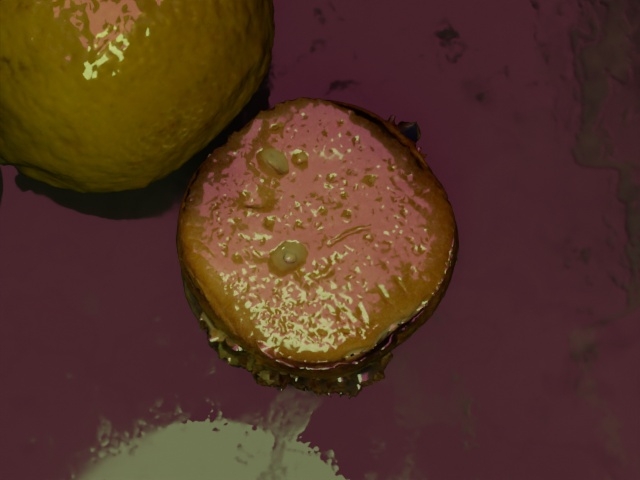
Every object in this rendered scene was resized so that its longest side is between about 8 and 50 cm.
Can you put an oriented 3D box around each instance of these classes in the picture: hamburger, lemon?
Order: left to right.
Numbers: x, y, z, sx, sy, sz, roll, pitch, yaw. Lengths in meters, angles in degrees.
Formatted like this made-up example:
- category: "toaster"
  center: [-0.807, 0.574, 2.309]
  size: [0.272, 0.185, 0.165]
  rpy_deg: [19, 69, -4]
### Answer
- category: "lemon"
  center: [-0.132, -0.133, 1.086]
  size: [0.231, 0.192, 0.192]
  rpy_deg: [-42, 88, -4]
- category: "hamburger"
  center: [-0.002, 0.009, 1.117]
  size: [0.182, 0.118, 0.191]
  rpy_deg: [-19, 83, 0]
